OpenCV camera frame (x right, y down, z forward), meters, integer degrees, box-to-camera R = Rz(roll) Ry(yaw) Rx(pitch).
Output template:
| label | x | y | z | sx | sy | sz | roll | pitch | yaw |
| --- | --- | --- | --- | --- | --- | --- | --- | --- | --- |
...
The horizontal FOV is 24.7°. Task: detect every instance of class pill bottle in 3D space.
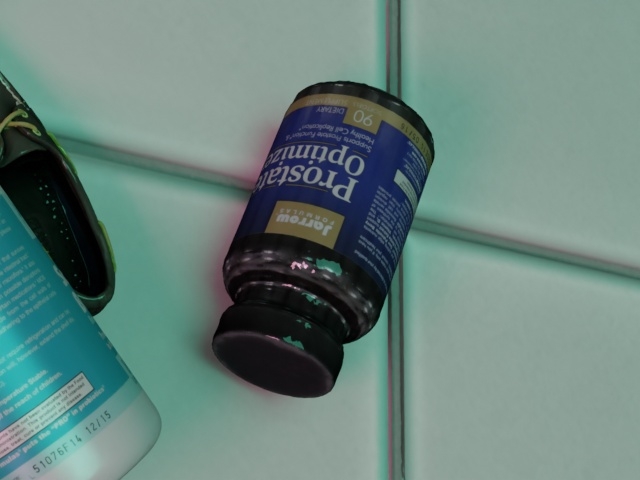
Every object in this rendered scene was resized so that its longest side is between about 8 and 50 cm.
| label | x | y | z | sx | sy | sz | roll | pitch | yaw |
| --- | --- | --- | --- | --- | --- | --- | --- | --- | --- |
| pill bottle | -0.226 | 0.053 | 0.904 | 0.146 | 0.146 | 0.264 | -38 | 98 | -36 |
| pill bottle | 0.000 | 0.000 | 1.087 | 0.122 | 0.123 | 0.219 | 33 | 59 | -21 |

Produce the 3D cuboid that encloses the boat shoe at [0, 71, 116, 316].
| label | x | y | z | sx | sy | sz | roll | pitch | yaw |
| --- | --- | --- | --- | --- | --- | --- | --- | --- | --- |
| boat shoe | -0.207 | -0.048 | 0.997 | 0.081 | 0.068 | 0.228 | -30 | 92 | -37 |
